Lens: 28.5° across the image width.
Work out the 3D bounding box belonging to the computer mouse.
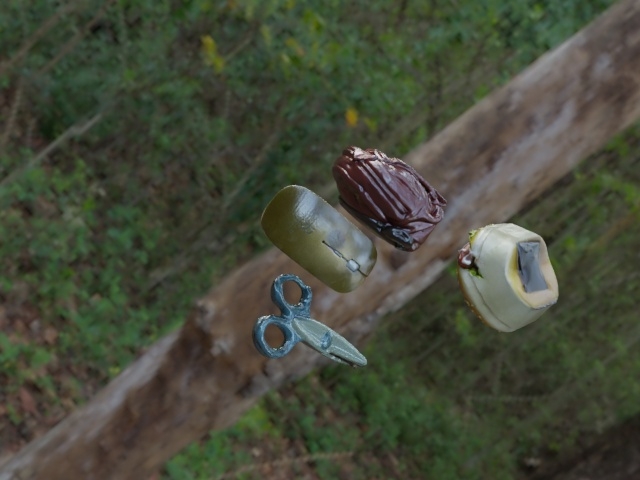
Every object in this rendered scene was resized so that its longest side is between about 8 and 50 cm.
[{"bbox_3d":[0.000,0.000,1.945,0.199,0.102,0.045,40,-1,-16],"label":"computer mouse"}]

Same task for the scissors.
[{"bbox_3d":[-0.008,0.156,2.060,0.041,0.138,0.289,10,-17,41],"label":"scissors"}]

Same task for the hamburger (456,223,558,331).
[{"bbox_3d":[0.298,0.056,2.023,0.210,0.116,0.173,-14,87,-59],"label":"hamburger"}]

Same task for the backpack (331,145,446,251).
[{"bbox_3d":[0.115,-0.089,2.338,0.229,0.139,0.229,42,-2,2],"label":"backpack"}]
